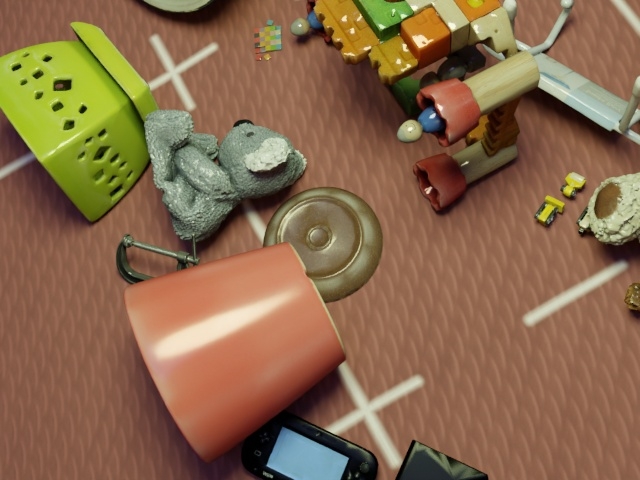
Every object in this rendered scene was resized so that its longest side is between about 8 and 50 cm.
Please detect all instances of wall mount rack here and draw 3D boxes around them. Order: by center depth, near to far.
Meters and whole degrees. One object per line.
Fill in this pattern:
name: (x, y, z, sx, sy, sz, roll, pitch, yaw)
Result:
wall mount rack: (0.388, -0.258, 1.146, 0.350, 0.304, 0.130, 36, 126, 19)

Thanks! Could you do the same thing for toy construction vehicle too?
toy construction vehicle: (0.392, -0.051, 1.205, 0.086, 0.035, 0.098, 29, 76, 29)

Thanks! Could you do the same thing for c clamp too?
c clamp: (-0.263, 0.029, 1.255, 0.161, 0.137, 0.022, 10, 36, 17)

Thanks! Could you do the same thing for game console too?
game console: (0.048, 0.366, 1.121, 0.361, 0.044, 0.213, 22, 77, 17)

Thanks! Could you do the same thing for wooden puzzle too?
wooden puzzle: (-0.094, -0.362, 1.403, 0.049, 0.006, 0.083, -7, 71, 8)

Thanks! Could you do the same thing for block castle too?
block castle: (0.113, -0.293, 1.191, 0.213, 0.303, 0.453, -28, 70, -6)

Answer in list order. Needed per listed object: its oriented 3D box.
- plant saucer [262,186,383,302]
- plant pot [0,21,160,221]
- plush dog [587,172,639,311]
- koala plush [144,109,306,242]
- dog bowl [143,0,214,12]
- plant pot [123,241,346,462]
plant saucer: (0.000, 0.000, 1.253, 0.199, 0.036, 0.198, -3, 72, 10)
plant pot: (-0.389, -0.206, 1.297, 0.207, 0.227, 0.228, -38, 69, -10)
plush dog: (0.541, 0.005, 1.103, 0.262, 0.211, 0.225, -12, 83, 35)
koala plush: (-0.137, -0.112, 1.244, 0.221, 0.196, 0.203, -12, 82, 6)
dog bowl: (-0.246, -0.608, 1.324, 0.408, 0.408, 0.150, 35, 49, 18)
plant pot: (-0.112, 0.139, 1.118, 0.243, 0.275, 0.275, -26, 69, -6)
